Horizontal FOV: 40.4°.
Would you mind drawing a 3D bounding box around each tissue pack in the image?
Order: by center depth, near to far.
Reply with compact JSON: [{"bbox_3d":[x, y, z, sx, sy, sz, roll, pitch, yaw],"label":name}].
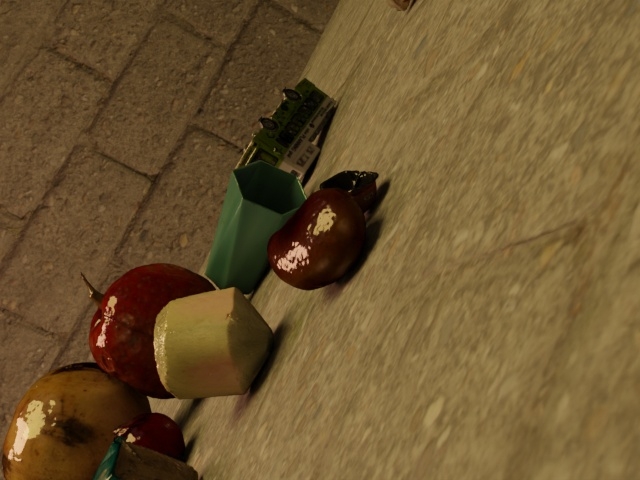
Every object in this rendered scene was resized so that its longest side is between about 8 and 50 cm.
[{"bbox_3d":[-0.271,0.409,1.113,0.271,0.134,0.192,-62,10,-1],"label":"tissue pack"}]

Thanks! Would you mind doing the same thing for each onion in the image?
[{"bbox_3d":[-0.285,0.343,1.416,0.131,0.131,0.131,-59,10,17],"label":"onion"}]

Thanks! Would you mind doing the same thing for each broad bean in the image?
[{"bbox_3d":[0.000,0.000,1.010,0.165,0.084,0.114,-47,52,53],"label":"broad bean"}]

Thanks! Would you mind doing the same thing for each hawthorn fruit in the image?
[{"bbox_3d":[-0.295,0.168,1.604,0.258,0.262,0.258,7,98,53],"label":"hawthorn fruit"}]

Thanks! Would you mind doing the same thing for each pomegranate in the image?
[{"bbox_3d":[-0.444,0.381,1.636,0.322,0.322,0.322,-59,10,17],"label":"pomegranate"}]

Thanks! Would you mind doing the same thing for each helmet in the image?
[{"bbox_3d":[0.041,-0.053,1.054,0.065,0.049,0.084,-30,24,-26],"label":"helmet"}]

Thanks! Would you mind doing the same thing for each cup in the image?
[{"bbox_3d":[-0.126,-0.011,1.610,0.148,0.134,0.235,-112,36,-43],"label":"cup"}]

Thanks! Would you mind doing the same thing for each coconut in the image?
[{"bbox_3d":[-0.140,0.142,1.184,0.147,0.153,0.147,-10,-90,-84],"label":"coconut"}]

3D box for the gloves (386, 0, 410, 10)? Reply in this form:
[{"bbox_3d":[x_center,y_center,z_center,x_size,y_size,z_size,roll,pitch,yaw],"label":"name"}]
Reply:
[{"bbox_3d":[0.169,-0.509,1.613,0.153,0.070,0.114,-64,9,-26],"label":"gloves"}]

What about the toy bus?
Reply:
[{"bbox_3d":[-0.061,-0.223,1.838,0.113,0.139,0.301,-53,5,41],"label":"toy bus"}]
